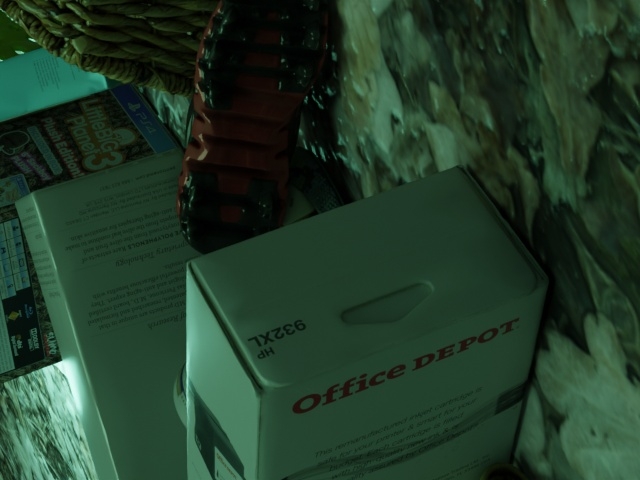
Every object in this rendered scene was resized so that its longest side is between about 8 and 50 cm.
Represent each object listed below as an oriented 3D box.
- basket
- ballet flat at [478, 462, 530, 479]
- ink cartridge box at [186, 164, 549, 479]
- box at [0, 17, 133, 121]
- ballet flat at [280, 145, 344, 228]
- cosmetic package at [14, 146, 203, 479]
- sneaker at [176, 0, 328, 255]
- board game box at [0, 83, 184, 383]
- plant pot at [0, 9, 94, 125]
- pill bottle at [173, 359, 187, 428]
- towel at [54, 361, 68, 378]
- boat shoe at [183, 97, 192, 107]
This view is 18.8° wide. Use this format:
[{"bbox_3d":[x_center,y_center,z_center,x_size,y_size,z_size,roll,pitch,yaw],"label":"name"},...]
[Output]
[{"bbox_3d":[-0.202,-0.242,1.681,0.299,0.213,0.223,51,153,44],"label":"basket"},{"bbox_3d":[0.170,0.230,1.370,0.232,0.080,0.073,37,128,55],"label":"ballet flat"},{"bbox_3d":[0.024,0.116,1.415,0.129,0.223,0.307,57,157,33],"label":"ink cartridge box"},{"bbox_3d":[-0.262,-0.168,1.946,0.244,0.100,0.060,-11,99,43],"label":"box"},{"bbox_3d":[0.000,0.000,1.607,0.188,0.070,0.070,58,158,31],"label":"ballet flat"},{"bbox_3d":[-0.166,0.111,1.851,0.197,0.155,0.365,179,74,-76],"label":"cosmetic package"},{"bbox_3d":[-0.056,-0.124,1.566,0.135,0.098,0.276,-89,11,-57],"label":"sneaker"},{"bbox_3d":[-0.294,0.000,2.053,0.141,0.291,0.232,52,154,42],"label":"board game box"},{"bbox_3d":[-0.367,-0.118,2.180,0.207,0.227,0.228,42,128,45],"label":"plant pot"},{"bbox_3d":[-0.041,0.096,1.678,0.186,0.112,0.112,-53,56,40],"label":"pill bottle"},{"bbox_3d":[-0.369,0.031,2.542,0.237,0.037,0.329,23,131,63],"label":"towel"},{"bbox_3d":[-0.121,-0.155,1.814,0.035,0.035,0.100,61,176,43],"label":"boat shoe"}]
